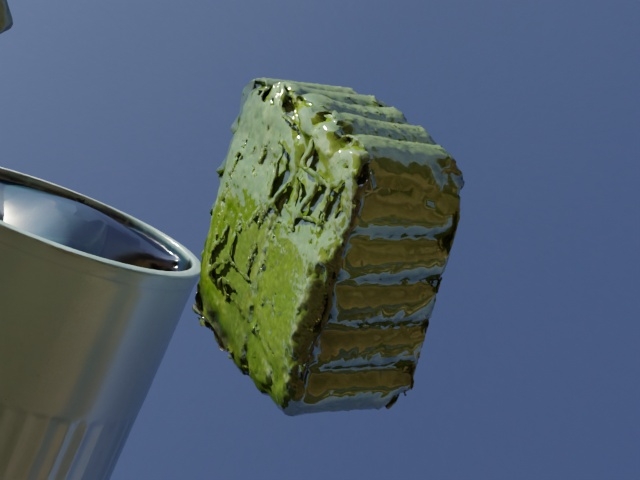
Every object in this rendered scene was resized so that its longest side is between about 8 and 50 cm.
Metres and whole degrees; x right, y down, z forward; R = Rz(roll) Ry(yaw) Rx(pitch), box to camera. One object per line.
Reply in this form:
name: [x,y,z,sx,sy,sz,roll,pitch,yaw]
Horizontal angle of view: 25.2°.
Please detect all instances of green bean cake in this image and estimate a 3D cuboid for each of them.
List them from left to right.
green bean cake: [0.000,0.000,1.034,0.113,0.200,0.214,3,-66,-31]

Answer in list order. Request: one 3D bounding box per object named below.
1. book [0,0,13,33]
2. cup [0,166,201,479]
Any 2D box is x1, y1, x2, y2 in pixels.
book: [-0.215,-0.145,0.394,0.215,0.025,0.282,-25,-50,-22]
cup: [-0.291,0.117,1.197,0.257,0.331,0.311,26,-81,23]
